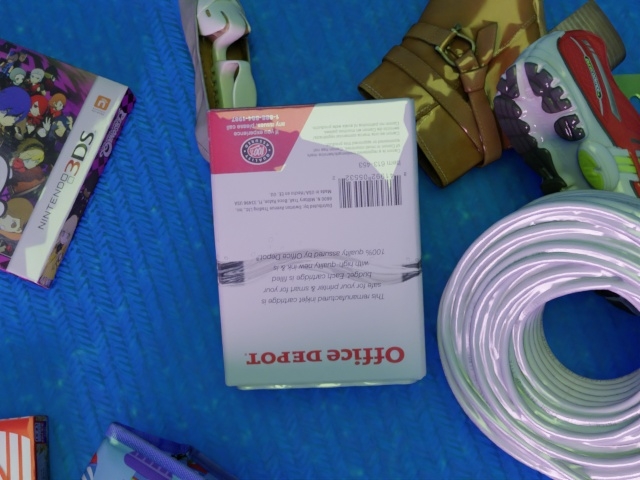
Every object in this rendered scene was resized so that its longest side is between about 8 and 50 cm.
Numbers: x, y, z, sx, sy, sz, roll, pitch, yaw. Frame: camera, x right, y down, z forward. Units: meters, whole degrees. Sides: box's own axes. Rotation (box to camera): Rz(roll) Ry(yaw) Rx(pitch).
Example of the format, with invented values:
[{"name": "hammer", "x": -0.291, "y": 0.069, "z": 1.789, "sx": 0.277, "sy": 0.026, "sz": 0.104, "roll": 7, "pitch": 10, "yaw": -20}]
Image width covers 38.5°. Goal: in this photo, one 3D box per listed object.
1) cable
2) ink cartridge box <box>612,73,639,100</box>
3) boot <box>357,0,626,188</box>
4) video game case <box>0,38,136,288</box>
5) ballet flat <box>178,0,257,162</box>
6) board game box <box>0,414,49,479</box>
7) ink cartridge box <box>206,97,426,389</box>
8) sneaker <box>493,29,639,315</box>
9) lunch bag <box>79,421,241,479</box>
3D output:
[{"name": "cable", "x": 0.225, "y": 0.083, "z": 0.751, "sx": 0.257, "sy": 0.089, "sz": 0.257, "roll": 20, "pitch": 117, "yaw": 24}, {"name": "ink cartridge box", "x": 0.387, "y": -0.124, "z": 0.863, "sx": 0.209, "sy": 0.062, "sz": 0.109, "roll": -3, "pitch": 80, "yaw": 1}, {"name": "boot", "x": 0.122, "y": -0.208, "z": 0.878, "sx": 0.220, "sy": 0.109, "sz": 0.283, "roll": -36, "pitch": 87, "yaw": -1}, {"name": "video game case", "x": -0.327, "y": -0.091, "z": 0.888, "sx": 0.232, "sy": 0.042, "sz": 0.210, "roll": 22, "pitch": 79, "yaw": 6}, {"name": "ballet flat", "x": -0.089, "y": -0.177, "z": 0.880, "sx": 0.072, "sy": 0.068, "sz": 0.213, "roll": 0, "pitch": 79, "yaw": -35}, {"name": "board game box", "x": -0.317, "y": 0.260, "z": 0.817, "sx": 0.146, "sy": 0.045, "sz": 0.194, "roll": -6, "pitch": 79, "yaw": 0}, {"name": "ink cartridge box", "x": 0.000, "y": 0.000, "z": 0.797, "sx": 0.171, "sy": 0.100, "sz": 0.237, "roll": -3, "pitch": 97, "yaw": 3}, {"name": "sneaker", "x": 0.263, "y": -0.059, "z": 0.805, "sx": 0.118, "sy": 0.107, "sz": 0.279, "roll": -38, "pitch": 109, "yaw": -28}, {"name": "lunch bag", "x": -0.082, "y": 0.312, "z": 0.707, "sx": 0.293, "sy": 0.138, "sz": 0.221, "roll": 23, "pitch": 80, "yaw": 29}]
